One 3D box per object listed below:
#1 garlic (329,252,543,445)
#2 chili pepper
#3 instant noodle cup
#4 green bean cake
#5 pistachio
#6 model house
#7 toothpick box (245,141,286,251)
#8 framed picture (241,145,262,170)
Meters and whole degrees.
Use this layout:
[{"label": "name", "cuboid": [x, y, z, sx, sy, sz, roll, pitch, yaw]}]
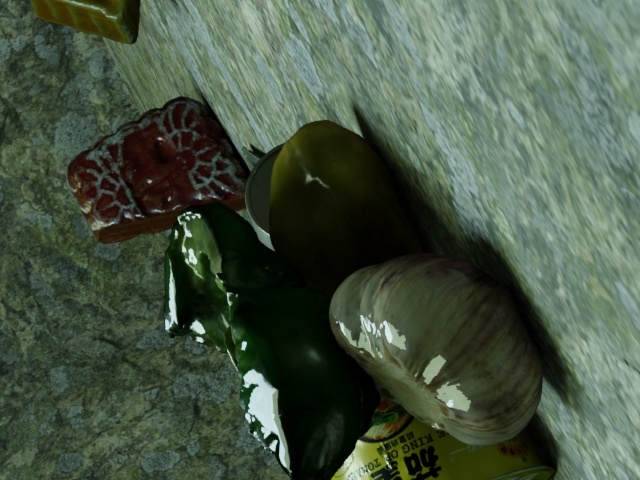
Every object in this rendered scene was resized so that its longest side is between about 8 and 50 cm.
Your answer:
[{"label": "garlic", "cuboid": [0.089, 0.070, 1.190, 0.159, 0.102, 0.147, 28, 153, 32]}, {"label": "chili pepper", "cuboid": [-0.030, 0.074, 1.292, 0.264, 0.116, 0.148, -128, 33, -52]}, {"label": "instant noodle cup", "cuboid": [0.077, 0.157, 1.387, 0.182, 0.182, 0.144, 82, 166, -73]}, {"label": "green bean cake", "cuboid": [-0.225, -0.080, 2.401, 0.198, 0.233, 0.097, 62, 178, 25]}, {"label": "pistachio", "cuboid": [0.019, -0.003, 1.378, 0.100, 0.110, 0.189, -114, -1, -62]}, {"label": "model house", "cuboid": [-0.300, -0.349, 2.067, 0.239, 0.173, 0.268, 61, 176, 9]}, {"label": "toothpick box", "cuboid": [0.000, 0.000, 1.535, 0.111, 0.111, 0.180, 57, 172, 30]}, {"label": "framed picture", "cuboid": [-0.028, -0.018, 2.096, 0.197, 0.014, 0.252, 62, 174, -13]}]
